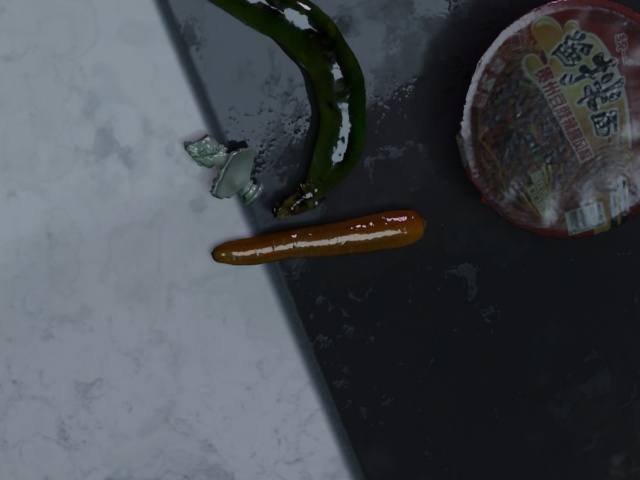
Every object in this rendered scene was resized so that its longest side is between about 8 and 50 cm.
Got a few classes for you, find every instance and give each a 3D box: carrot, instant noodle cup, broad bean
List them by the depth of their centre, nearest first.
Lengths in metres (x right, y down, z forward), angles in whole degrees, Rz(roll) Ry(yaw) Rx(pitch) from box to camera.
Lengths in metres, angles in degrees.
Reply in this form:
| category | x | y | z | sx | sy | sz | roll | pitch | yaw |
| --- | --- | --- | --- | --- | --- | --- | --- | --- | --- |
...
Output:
| category | x | y | z | sx | sy | sz | roll | pitch | yaw |
| --- | --- | --- | --- | --- | --- | --- | --- | --- | --- |
| broad bean | -0.024 | -0.173 | 1.980 | 0.144 | 0.049 | 0.292 | -21 | 107 | -12 |
| carrot | 0.000 | 0.000 | 2.036 | 0.248 | 0.043 | 0.043 | -8 | 105 | -10 |
| instant noodle cup | 0.271 | -0.141 | 2.044 | 0.274 | 0.091 | 0.274 | -3 | 104 | -13 |

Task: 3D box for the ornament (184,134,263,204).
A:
| category | x | y | z | sx | sy | sz | roll | pitch | yaw |
| --- | --- | --- | --- | --- | --- | --- | --- | --- | --- |
| ornament | -0.102 | -0.078 | 1.989 | 0.068 | 0.041 | 0.092 | -30 | 101 | -27 |
